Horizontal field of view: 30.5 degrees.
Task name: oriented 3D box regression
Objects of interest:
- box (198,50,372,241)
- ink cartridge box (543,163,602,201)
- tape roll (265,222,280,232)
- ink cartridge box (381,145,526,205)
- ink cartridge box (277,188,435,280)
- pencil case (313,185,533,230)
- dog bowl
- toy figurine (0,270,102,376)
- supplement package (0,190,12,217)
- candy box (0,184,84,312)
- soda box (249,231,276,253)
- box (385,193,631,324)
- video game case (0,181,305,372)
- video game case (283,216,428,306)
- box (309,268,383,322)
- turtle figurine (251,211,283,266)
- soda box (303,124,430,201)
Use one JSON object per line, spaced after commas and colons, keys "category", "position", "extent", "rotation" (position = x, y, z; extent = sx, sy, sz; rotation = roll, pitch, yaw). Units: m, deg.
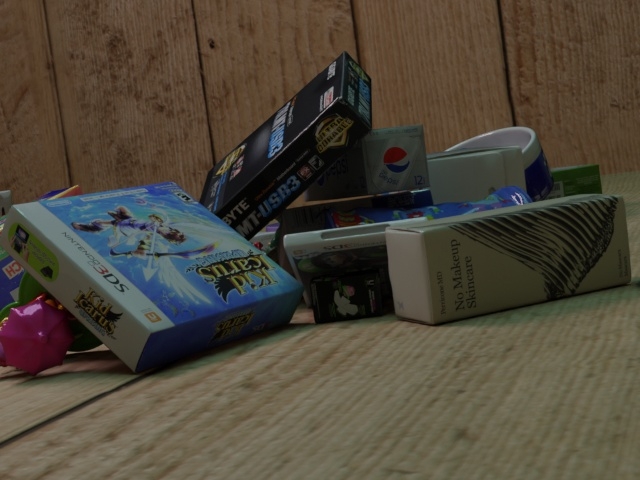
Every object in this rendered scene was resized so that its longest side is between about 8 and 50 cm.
{"category": "box", "position": [-0.053, -0.124, 1.680], "extent": [0.293, 0.073, 0.295], "rotation": [-42, 15, 17]}
{"category": "ink cartridge box", "position": [0.428, -0.096, 2.439], "extent": [0.189, 0.097, 0.255], "rotation": [-11, 6, -30]}
{"category": "tape roll", "position": [0.000, 0.000, 2.098], "extent": [0.189, 0.080, 0.189], "rotation": [-7, 5, 1]}
{"category": "ink cartridge box", "position": [0.214, -0.059, 1.901], "extent": [0.168, 0.171, 0.233], "rotation": [-9, 4, -15]}
{"category": "ink cartridge box", "position": [0.048, -0.005, 1.765], "extent": [0.223, 0.045, 0.224], "rotation": [-8, -20, -9]}
{"category": "pencil case", "position": [0.145, -0.001, 1.616], "extent": [0.306, 0.119, 0.133], "rotation": [-8, 25, -10]}
{"category": "dog bowl", "position": [0.300, -0.108, 2.211], "extent": [0.265, 0.104, 0.265], "rotation": [-24, 17, 8]}
{"category": "toy figurine", "position": [-0.331, 0.103, 1.346], "extent": [0.173, 0.130, 0.159], "rotation": [-29, 9, 15]}
{"category": "supplement package", "position": [-0.710, 0.007, 2.414], "extent": [0.149, 0.203, 0.194], "rotation": [-8, 5, -4]}
{"category": "candy box", "position": [-0.506, 0.026, 1.912], "extent": [0.268, 0.122, 0.317], "rotation": [-31, 13, -17]}
{"category": "soda box", "position": [-0.167, 0.036, 1.965], "extent": [0.216, 0.073, 0.069], "rotation": [-12, 6, -35]}
{"category": "box", "position": [0.219, 0.018, 1.356], "extent": [0.275, 0.113, 0.094], "rotation": [-11, 7, -23]}
{"category": "video game case", "position": [-0.190, 0.030, 1.367], "extent": [0.244, 0.061, 0.270], "rotation": [39, 29, 25]}
{"category": "video game case", "position": [0.054, 0.031, 1.459], "extent": [0.173, 0.022, 0.190], "rotation": [-7, -26, 5]}
{"category": "box", "position": [0.033, 0.066, 1.419], "extent": [0.083, 0.052, 0.062], "rotation": [-7, 5, 5]}
{"category": "turtle figurine", "position": [-0.044, 0.010, 1.890], "extent": [0.234, 0.118, 0.175], "rotation": [-7, -36, -10]}
{"category": "soda box", "position": [0.059, -0.111, 1.728], "extent": [0.098, 0.091, 0.286], "rotation": [-8, 2, -18]}
